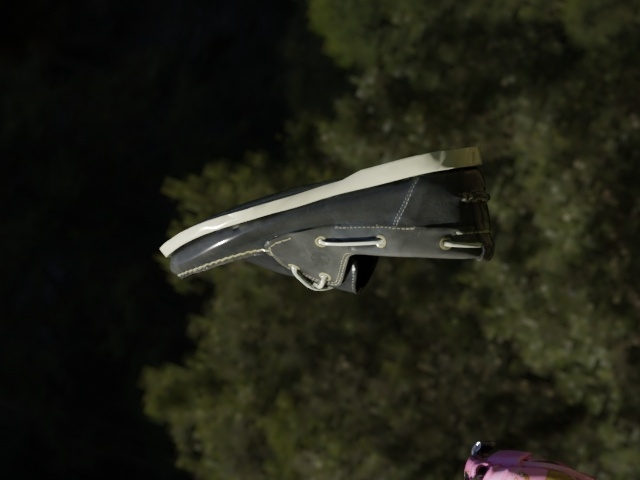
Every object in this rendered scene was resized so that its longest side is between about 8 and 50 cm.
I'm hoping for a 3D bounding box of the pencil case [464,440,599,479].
[{"bbox_3d":[0.163,0.399,1.747,0.160,0.167,0.386,68,-139,-82],"label":"pencil case"}]

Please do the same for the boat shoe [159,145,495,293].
[{"bbox_3d":[0.000,0.000,1.116,0.084,0.233,0.079,-21,-82,-63],"label":"boat shoe"}]
